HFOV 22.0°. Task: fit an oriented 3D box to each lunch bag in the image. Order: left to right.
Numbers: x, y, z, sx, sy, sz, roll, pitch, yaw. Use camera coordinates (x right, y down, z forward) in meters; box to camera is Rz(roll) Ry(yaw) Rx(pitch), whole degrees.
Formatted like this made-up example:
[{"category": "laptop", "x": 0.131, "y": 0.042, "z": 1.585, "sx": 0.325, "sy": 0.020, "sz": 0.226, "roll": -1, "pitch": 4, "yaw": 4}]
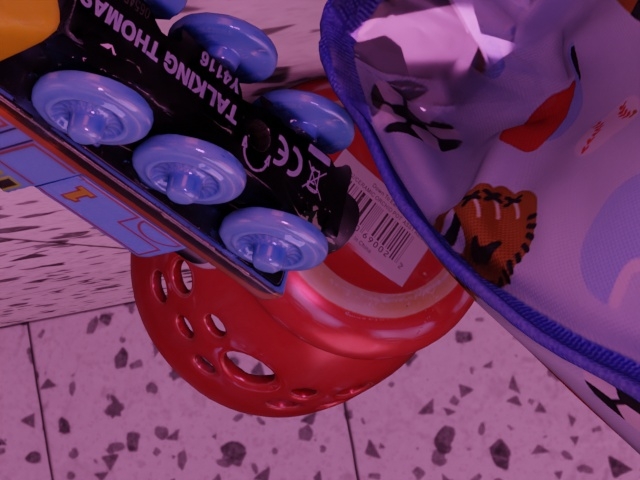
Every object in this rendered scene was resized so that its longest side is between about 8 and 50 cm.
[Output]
[{"category": "lunch bag", "x": 0.212, "y": 0.018, "z": 0.606, "sx": 0.385, "sy": 0.239, "sz": 0.328, "roll": 24, "pitch": 169, "yaw": 48}]

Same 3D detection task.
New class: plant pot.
[{"category": "plant pot", "x": 0.000, "y": 0.000, "z": 1.000, "sx": 0.191, "sy": 0.191, "sz": 0.174, "roll": -7, "pitch": 167, "yaw": -28}]

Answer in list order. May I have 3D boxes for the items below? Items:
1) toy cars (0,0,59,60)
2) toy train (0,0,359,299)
[{"category": "toy cars", "x": -0.252, "y": -0.066, "z": 0.311, "sx": 0.393, "sy": 0.087, "sz": 0.176, "roll": -6, "pitch": 170, "yaw": -7}, {"category": "toy train", "x": -0.066, "y": -0.043, "z": 0.620, "sx": 0.105, "sy": 0.080, "sz": 0.184, "roll": -10, "pitch": 146, "yaw": 40}]
